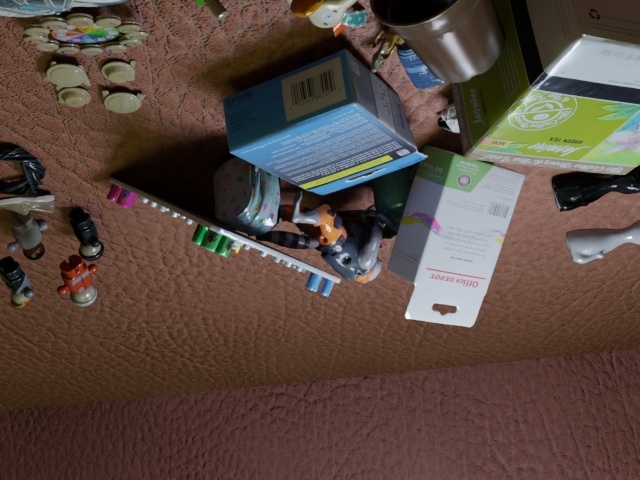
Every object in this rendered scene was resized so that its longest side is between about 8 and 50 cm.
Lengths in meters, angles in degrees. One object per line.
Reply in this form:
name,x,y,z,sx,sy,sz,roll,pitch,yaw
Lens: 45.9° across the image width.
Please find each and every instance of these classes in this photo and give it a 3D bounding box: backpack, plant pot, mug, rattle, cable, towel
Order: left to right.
cable,-0.630,-0.131,1.513,0.150,0.047,0.184,13,149,-34
backpack,-0.147,-0.099,1.517,0.152,0.182,0.115,-25,149,38
rattle,0.021,-0.330,1.111,0.130,0.143,0.199,-25,148,-2
mug,0.183,-0.096,1.688,0.129,0.097,0.158,-8,156,8
towel,0.179,-0.306,1.313,0.067,0.029,0.119,-13,154,19
plant pot,0.181,-0.326,1.088,0.167,0.167,0.165,-18,147,25

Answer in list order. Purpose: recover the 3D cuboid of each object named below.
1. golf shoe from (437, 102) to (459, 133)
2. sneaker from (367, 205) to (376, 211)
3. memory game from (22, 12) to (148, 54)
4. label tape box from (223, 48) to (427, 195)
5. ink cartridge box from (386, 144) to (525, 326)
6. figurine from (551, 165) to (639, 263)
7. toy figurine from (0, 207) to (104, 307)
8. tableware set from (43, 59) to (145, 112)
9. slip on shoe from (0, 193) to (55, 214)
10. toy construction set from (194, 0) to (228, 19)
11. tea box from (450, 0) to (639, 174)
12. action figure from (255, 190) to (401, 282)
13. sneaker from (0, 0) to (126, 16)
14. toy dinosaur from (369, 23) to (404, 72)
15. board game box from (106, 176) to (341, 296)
golf shoe,0.269,-0.228,1.400,0.086,0.067,0.186,-3,177,-2
sneaker,0.118,-0.026,1.857,0.063,0.073,0.162,8,152,-27
memory game,-0.353,-0.308,1.140,0.186,0.012,0.186,-5,179,0
label tape box,0.021,-0.202,1.404,0.249,0.115,0.348,-17,164,25
ink cartridge box,0.277,-0.005,1.617,0.207,0.353,0.119,11,-169,-30
figurine,0.659,-0.062,1.725,0.209,0.215,0.092,-15,156,15
toy figurine,-0.602,0.045,1.702,0.209,0.213,0.148,-4,142,-4
tableware set,-0.388,-0.265,1.303,0.169,0.020,0.141,0,157,-14
slip on shoe,-0.629,-0.073,1.597,0.135,0.041,0.051,-9,-168,-44
toy construction set,-0.169,-0.420,0.867,0.257,0.237,0.309,-38,170,1
tea box,0.425,-0.281,1.187,0.329,0.220,0.323,3,155,-18
action figure,0.000,0.000,1.710,0.330,0.178,0.341,33,159,-27
sneaker,-0.377,-0.361,1.032,0.283,0.110,0.122,0,173,-6
toy dinosaur,0.141,-0.349,1.202,0.211,0.064,0.112,-31,176,37
board game box,-0.208,-0.005,1.604,0.390,0.050,0.390,23,179,42
